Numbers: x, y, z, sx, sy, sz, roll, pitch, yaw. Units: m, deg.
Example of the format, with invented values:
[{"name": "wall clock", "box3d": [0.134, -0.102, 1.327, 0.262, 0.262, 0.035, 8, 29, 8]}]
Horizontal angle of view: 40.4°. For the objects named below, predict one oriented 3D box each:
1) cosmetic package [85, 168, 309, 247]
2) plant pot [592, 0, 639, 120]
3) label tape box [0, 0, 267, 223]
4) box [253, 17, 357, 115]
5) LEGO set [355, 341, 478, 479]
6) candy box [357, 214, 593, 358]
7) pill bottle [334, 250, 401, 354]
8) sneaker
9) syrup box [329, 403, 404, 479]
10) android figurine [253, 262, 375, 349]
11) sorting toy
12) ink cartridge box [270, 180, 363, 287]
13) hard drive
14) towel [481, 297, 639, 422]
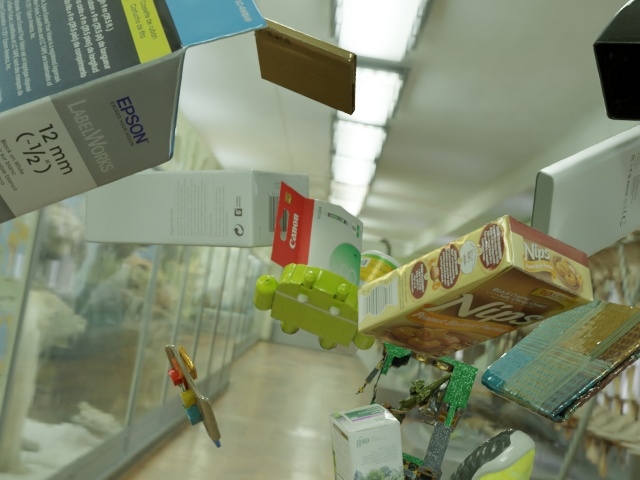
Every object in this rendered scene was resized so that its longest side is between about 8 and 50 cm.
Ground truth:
[{"name": "cosmetic package", "box3d": [-0.273, -0.071, 1.912, 0.453, 0.162, 0.230, 1, 2, 29]}, {"name": "plant pot", "box3d": [0.599, -0.330, 1.509, 0.187, 0.167, 0.188, 8, -32, 33]}, {"name": "label tape box", "box3d": [-0.231, -0.159, 0.801, 0.347, 0.249, 0.115, -20, -45, -6]}, {"name": "box", "box3d": [-0.027, -0.319, 1.597, 0.201, 0.021, 0.164, 24, -24, 14]}, {"name": "LEGO set", "box3d": [0.190, 0.374, 1.840, 0.255, 0.331, 0.192, 12, -29, 6]}, {"name": "candy box", "box3d": [0.226, 0.082, 1.324, 0.183, 0.088, 0.316, 21, -33, -34]}, {"name": "pill bottle", "box3d": [0.102, 0.156, 2.155, 0.136, 0.246, 0.136, 24, -31, 16]}, {"name": "sneaker", "box3d": [0.196, 0.414, 1.096, 0.147, 0.385, 0.145, 29, 19, 31]}, {"name": "syrup box", "box3d": [0.082, 0.409, 1.482, 0.093, 0.237, 0.096, -9, 11, -19]}, {"name": "android figurine", "box3d": [-0.005, 0.127, 1.624, 0.248, 0.056, 0.273, 23, -27, 1]}, {"name": "sorting toy", "box3d": [-0.309, 0.360, 2.030, 0.047, 0.348, 0.196, -28, 50, -19]}, {"name": "ink cartridge box", "box3d": [0.000, 0.000, 1.734, 0.056, 0.181, 0.224, -14, -33, 33]}, {"name": "hard drive", "box3d": [0.547, -0.081, 1.717, 0.353, 0.233, 0.047, -24, 37, -32]}, {"name": "towel", "box3d": [0.441, 0.202, 1.539, 0.040, 0.271, 0.370, 52, -5, -5]}]
